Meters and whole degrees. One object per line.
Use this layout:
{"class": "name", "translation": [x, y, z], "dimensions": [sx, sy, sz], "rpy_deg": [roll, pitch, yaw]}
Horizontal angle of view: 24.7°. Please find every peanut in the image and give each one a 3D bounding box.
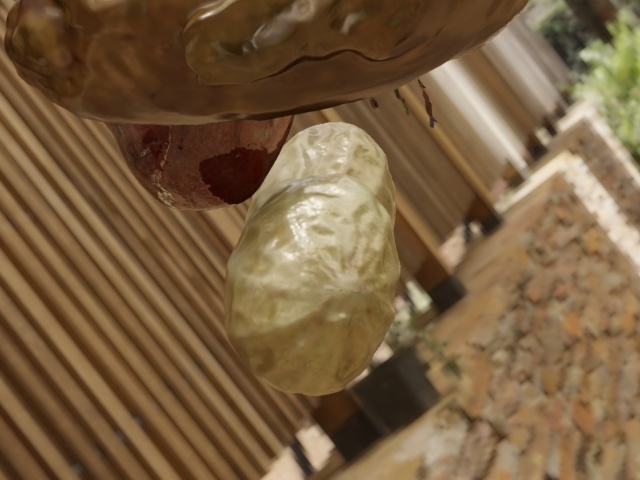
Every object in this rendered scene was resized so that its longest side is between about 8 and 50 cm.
{"class": "peanut", "translation": [0.000, 0.000, 1.063], "dimensions": [0.136, 0.120, 0.298], "rpy_deg": [-56, 11, 23]}

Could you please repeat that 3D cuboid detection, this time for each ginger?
{"class": "ginger", "translation": [0.003, -0.150, 0.728], "dimensions": [0.321, 0.165, 0.172], "rpy_deg": [-23, 16, -19]}

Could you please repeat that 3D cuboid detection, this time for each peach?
{"class": "peach", "translation": [-0.093, -0.104, 1.006], "dimensions": [0.152, 0.152, 0.152], "rpy_deg": [-38, 1, 0]}

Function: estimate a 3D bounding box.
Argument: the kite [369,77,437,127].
{"class": "kite", "translation": [0.025, -0.206, 1.223], "dimensions": [0.015, 0.285, 0.152], "rpy_deg": [-41, 41, -15]}
